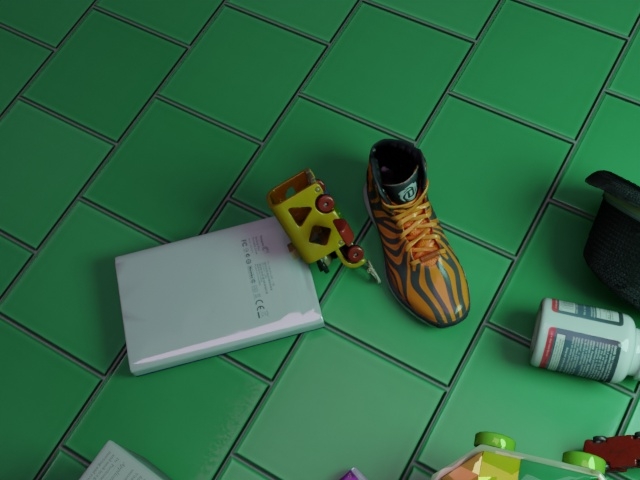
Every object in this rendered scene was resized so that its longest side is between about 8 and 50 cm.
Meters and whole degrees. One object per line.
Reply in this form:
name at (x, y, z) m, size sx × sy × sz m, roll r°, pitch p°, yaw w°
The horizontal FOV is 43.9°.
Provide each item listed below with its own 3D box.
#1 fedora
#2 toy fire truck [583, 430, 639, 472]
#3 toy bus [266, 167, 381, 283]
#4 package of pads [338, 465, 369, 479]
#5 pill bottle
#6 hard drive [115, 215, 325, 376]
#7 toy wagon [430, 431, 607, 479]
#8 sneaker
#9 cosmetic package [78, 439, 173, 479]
fedora at (0.521, 0.031, 1.186) m, size 0.334 × 0.334 × 0.152 m, roll 33°, pitch 107°, yaw 19°
toy fire truck at (0.488, 0.300, 1.117) m, size 0.192 × 0.135 × 0.047 m, roll -21°, pitch 57°, yaw 41°
toy bus at (-0.007, -0.011, 1.274) m, size 0.104 × 0.191 × 0.202 m, roll -30°, pitch 67°, yaw 3°
package of pads at (0.061, 0.379, 1.167) m, size 0.050 × 0.032 × 0.083 m, roll -42°, pitch 68°, yaw -15°
pill bottle at (0.413, 0.155, 1.188) m, size 0.180 × 0.108 × 0.108 m, roll 12°, pitch 67°, yaw 12°
hard drive at (-0.171, 0.085, 1.324) m, size 0.318 × 0.040 × 0.210 m, roll -15°, pitch 65°, yaw -1°
toy wagon at (0.225, 0.387, 1.026) m, size 0.344 × 0.068 × 0.267 m, roll 11°, pitch 67°, yaw 12°
sneaker at (0.141, -0.021, 1.260) m, size 0.124 × 0.180 × 0.321 m, roll -24°, pitch 65°, yaw -4°
cosmetic package at (-0.256, 0.407, 1.125) m, size 0.183 × 0.151 × 0.151 m, roll 32°, pitch 73°, yaw 19°
